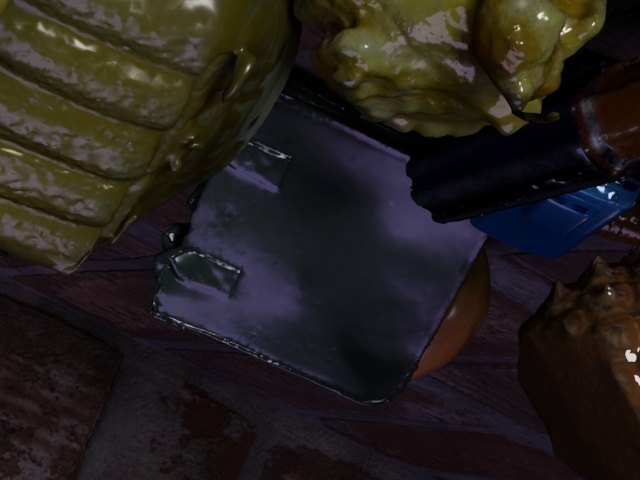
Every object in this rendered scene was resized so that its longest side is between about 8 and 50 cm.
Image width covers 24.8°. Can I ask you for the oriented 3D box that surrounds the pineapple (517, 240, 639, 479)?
[{"bbox_3d":[0.284,0.018,0.865,0.165,0.364,0.165,46,154,29],"label":"pineapple"}]

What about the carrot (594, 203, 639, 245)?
[{"bbox_3d":[0.286,-0.010,1.229,0.191,0.047,0.047,15,164,4],"label":"carrot"}]

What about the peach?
[{"bbox_3d":[0.078,0.050,1.447,0.184,0.184,0.184,19,164,5],"label":"peach"}]

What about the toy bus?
[{"bbox_3d":[0.182,-0.054,1.087,0.090,0.106,0.185,24,164,-3],"label":"toy bus"}]

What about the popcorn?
[{"bbox_3d":[0.087,-0.130,0.865,0.195,0.173,0.168,-1,141,42],"label":"popcorn"}]

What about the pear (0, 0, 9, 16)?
[{"bbox_3d":[-0.347,-0.213,0.756,0.418,0.362,0.362,21,168,36],"label":"pear"}]

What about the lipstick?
[{"bbox_3d":[0.215,-0.086,0.869,0.077,0.077,0.418,31,149,-32],"label":"lipstick"}]

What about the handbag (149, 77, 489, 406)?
[{"bbox_3d":[0.001,0.001,1.290,0.260,0.247,0.079,24,-155,-8],"label":"handbag"}]

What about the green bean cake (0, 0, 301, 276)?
[{"bbox_3d":[-0.130,-0.152,0.962,0.202,0.285,0.310,27,132,-21],"label":"green bean cake"}]
